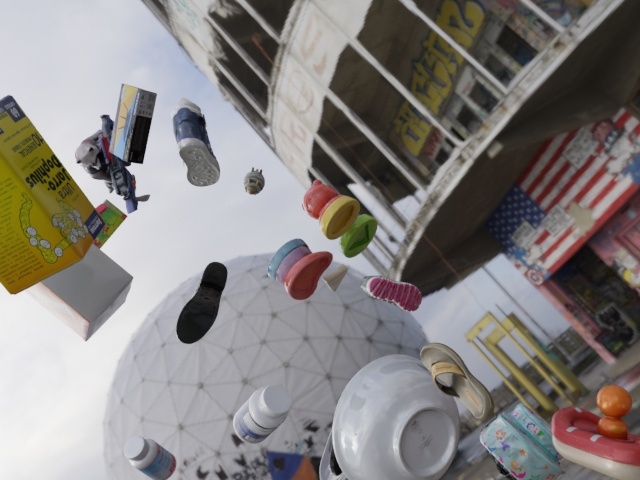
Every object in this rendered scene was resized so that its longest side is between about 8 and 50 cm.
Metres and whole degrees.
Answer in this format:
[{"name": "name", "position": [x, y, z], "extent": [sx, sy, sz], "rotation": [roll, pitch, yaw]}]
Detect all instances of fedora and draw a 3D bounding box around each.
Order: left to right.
[{"name": "fedora", "position": [0.112, 0.516, 1.586], "extent": [0.243, 0.124, 0.276], "rotation": [167, 125, -76]}]

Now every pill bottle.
[{"name": "pill bottle", "position": [-0.484, 0.615, 1.760], "extent": [0.087, 0.087, 0.160], "rotation": [-37, -45, -8]}, {"name": "pill bottle", "position": [-0.129, 0.391, 1.415], "extent": [0.094, 0.094, 0.169], "rotation": [-23, -21, -41]}]

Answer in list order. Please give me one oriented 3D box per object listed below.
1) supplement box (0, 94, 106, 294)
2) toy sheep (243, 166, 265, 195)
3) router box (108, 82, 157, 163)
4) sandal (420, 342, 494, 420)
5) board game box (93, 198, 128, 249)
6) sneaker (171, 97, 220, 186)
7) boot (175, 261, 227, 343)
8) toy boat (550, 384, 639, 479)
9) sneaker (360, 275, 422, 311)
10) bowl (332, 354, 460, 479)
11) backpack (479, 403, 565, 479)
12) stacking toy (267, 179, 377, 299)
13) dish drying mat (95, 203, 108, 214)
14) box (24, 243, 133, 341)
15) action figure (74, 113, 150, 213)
[{"name": "supplement box", "position": [-0.671, -0.099, 1.350], "extent": [0.195, 0.357, 0.194], "rotation": [-26, 24, 10]}, {"name": "toy sheep", "position": [-0.248, -0.223, 2.336], "extent": [0.091, 0.091, 0.132], "rotation": [114, 174, -51]}, {"name": "router box", "position": [-0.469, -0.291, 1.548], "extent": [0.046, 0.133, 0.179], "rotation": [6, -76, -40]}, {"name": "sandal", "position": [0.224, 0.240, 1.067], "extent": [0.049, 0.180, 0.072], "rotation": [-10, -55, -26]}, {"name": "board game box", "position": [-0.750, -0.042, 2.106], "extent": [0.181, 0.092, 0.043], "rotation": [-54, 23, -15]}, {"name": "sneaker", "position": [-0.438, -0.355, 2.185], "extent": [0.130, 0.237, 0.323], "rotation": [-10, -22, -1]}, {"name": "boot", "position": [-0.334, 0.196, 1.748], "extent": [0.263, 0.091, 0.229], "rotation": [-67, 7, -29]}, {"name": "toy boat", "position": [0.531, 0.339, 1.133], "extent": [0.150, 0.151, 0.231], "rotation": [9, -6, -20]}, {"name": "sneaker", "position": [0.161, 0.117, 1.439], "extent": [0.170, 0.074, 0.063], "rotation": [20, -91, -32]}, {"name": "bowl", "position": [0.183, 0.393, 1.272], "extent": [0.297, 0.298, 0.134], "rotation": [-32, 14, -23]}, {"name": "backpack", "position": [0.548, 0.562, 1.674], "extent": [0.191, 0.225, 0.253], "rotation": [-50, -25, 8]}, {"name": "stacking toy", "position": [0.000, 0.000, 1.660], "extent": [0.309, 0.130, 0.279], "rotation": [-56, -27, 11]}, {"name": "dish drying mat", "position": [-0.627, -0.071, 1.715], "extent": [0.083, 0.032, 0.008], "rotation": [-47, -32, -27]}, {"name": "box", "position": [-0.702, 0.081, 1.679], "extent": [0.168, 0.345, 0.215], "rotation": [-52, 3, -32]}, {"name": "action figure", "position": [-0.686, -0.211, 2.028], "extent": [0.178, 0.342, 0.330], "rotation": [-19, -17, 6]}]
